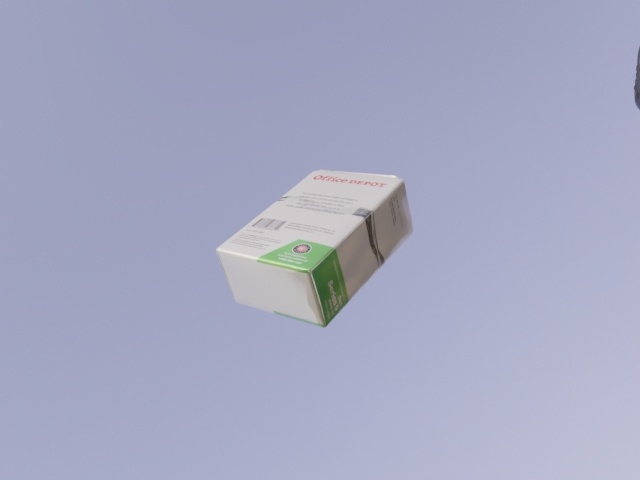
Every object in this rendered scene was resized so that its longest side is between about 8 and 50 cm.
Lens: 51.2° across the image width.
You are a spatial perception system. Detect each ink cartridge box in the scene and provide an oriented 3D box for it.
[{"bbox_3d":[0.000,0.000,1.166,0.289,0.211,0.121,-42,-51,-38],"label":"ink cartridge box"}]

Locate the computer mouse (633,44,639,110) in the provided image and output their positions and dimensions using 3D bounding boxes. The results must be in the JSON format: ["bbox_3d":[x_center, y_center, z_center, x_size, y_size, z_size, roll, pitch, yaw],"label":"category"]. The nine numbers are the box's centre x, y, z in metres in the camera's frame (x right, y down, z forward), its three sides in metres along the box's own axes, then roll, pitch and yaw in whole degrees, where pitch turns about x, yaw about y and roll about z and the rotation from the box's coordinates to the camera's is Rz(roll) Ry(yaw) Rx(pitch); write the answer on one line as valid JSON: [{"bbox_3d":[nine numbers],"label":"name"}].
[{"bbox_3d":[0.413,-0.254,0.790,0.041,0.071,0.242,-39,-48,-36],"label":"computer mouse"}]
